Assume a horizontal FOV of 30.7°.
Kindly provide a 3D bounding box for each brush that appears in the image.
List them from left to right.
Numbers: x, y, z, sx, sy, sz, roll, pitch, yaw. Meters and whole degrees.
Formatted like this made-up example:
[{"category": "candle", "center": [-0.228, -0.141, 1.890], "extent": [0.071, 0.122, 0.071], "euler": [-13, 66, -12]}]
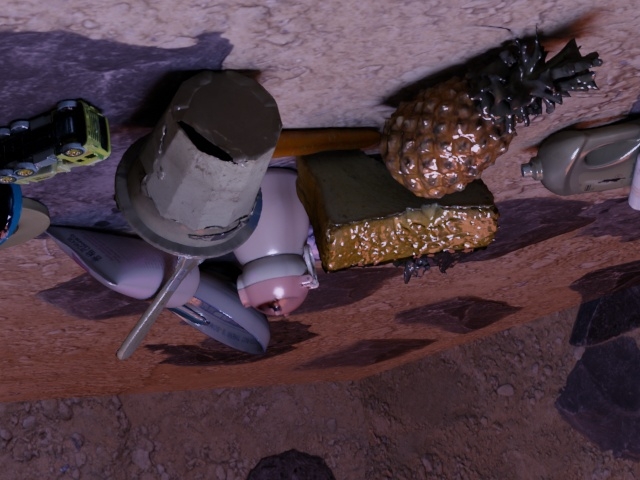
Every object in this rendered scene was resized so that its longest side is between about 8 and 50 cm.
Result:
[{"category": "brush", "center": [-0.263, 0.079, 2.070], "extent": [0.336, 0.020, 0.085], "euler": [-55, 162, 9]}]

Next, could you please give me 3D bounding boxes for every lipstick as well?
[{"category": "lipstick", "center": [0.550, -0.104, 1.978], "extent": [0.040, 0.040, 0.141], "euler": [-11, 149, 1]}]

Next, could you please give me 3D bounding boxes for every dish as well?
[{"category": "dish", "center": [-0.204, 0.114, 2.432], "extent": [0.273, 0.134, 0.273], "euler": [28, 162, 10]}]

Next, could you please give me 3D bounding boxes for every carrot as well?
[{"category": "carrot", "center": [-0.019, -0.148, 1.759], "extent": [0.247, 0.043, 0.043], "euler": [-6, 165, -23]}]

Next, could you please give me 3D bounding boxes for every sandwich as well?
[{"category": "sandwich", "center": [0.108, -0.069, 1.784], "extent": [0.273, 0.249, 0.095], "euler": [-8, 128, -13]}]

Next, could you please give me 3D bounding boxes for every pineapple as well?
[{"category": "pineapple", "center": [0.241, -0.190, 1.604], "extent": [0.169, 0.169, 0.340], "euler": [5, 151, -45]}]

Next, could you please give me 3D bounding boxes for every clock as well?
[{"category": "clock", "center": [-0.557, -0.025, 1.882], "extent": [0.235, 0.029, 0.235], "euler": [-12, 166, -3]}]

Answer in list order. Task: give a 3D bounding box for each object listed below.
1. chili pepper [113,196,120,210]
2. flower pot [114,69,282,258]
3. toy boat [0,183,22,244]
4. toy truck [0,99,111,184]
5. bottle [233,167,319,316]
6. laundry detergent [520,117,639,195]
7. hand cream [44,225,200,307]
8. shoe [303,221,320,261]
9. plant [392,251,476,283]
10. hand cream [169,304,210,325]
[{"category": "chili pepper", "center": [-0.258, -0.077, 1.848], "extent": [0.073, 0.050, 0.182], "euler": [-8, 170, -37]}, {"category": "flower pot", "center": [-0.154, -0.110, 1.538], "extent": [0.212, 0.212, 0.202], "euler": [-5, 154, -22]}, {"category": "toy boat", "center": [-0.522, -0.025, 1.702], "extent": [0.299, 0.134, 0.092], "euler": [-24, 171, 32]}, {"category": "toy truck", "center": [-0.355, -0.122, 1.553], "extent": [0.169, 0.077, 0.100], "euler": [-18, 161, 23]}, {"category": "bottle", "center": [-0.083, 0.012, 1.929], "extent": [0.147, 0.237, 0.147], "euler": [-9, 166, -2]}, {"category": "laundry detergent", "center": [0.474, -0.144, 2.016], "extent": [0.253, 0.091, 0.181], "euler": [-10, 159, -2]}, {"category": "hand cream", "center": [-0.344, 0.051, 2.094], "extent": [0.118, 0.185, 0.358], "euler": [-55, 157, 7]}, {"category": "shoe", "center": [0.000, 0.000, 2.228], "extent": [0.245, 0.095, 0.137], "euler": [-8, 169, 16]}, {"category": "plant", "center": [0.223, -0.006, 2.262], "extent": [0.203, 0.142, 0.131], "euler": [-15, 160, -3]}, {"category": "hand cream", "center": [-0.328, 0.116, 2.366], "extent": [0.224, 0.048, 0.083], "euler": [34, 163, -30]}]
